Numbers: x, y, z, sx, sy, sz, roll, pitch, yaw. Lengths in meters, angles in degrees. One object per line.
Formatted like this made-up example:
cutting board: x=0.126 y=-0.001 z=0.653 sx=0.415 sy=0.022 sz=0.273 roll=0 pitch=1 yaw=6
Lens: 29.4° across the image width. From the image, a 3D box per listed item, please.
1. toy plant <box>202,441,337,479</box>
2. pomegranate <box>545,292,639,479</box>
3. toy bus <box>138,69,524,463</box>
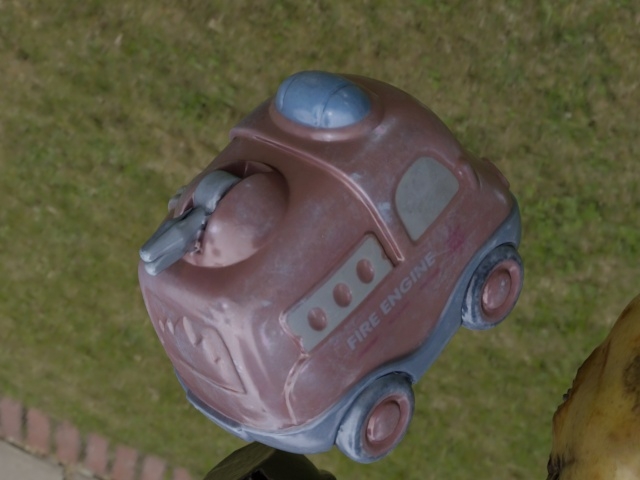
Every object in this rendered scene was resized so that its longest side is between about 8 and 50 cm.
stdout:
toy plant: x=-0.032 y=0.348 z=1.370 sx=0.175 sy=0.218 sz=0.235 roll=-32 pitch=98 yaw=4
pomegranate: x=0.241 y=0.129 z=0.650 sx=0.260 sy=0.260 sz=0.260 roll=15 pitch=143 yaw=12
toy bus: x=0.000 y=0.000 z=0.904 sx=0.197 sy=0.294 sz=0.232 roll=27 pitch=156 yaw=41
